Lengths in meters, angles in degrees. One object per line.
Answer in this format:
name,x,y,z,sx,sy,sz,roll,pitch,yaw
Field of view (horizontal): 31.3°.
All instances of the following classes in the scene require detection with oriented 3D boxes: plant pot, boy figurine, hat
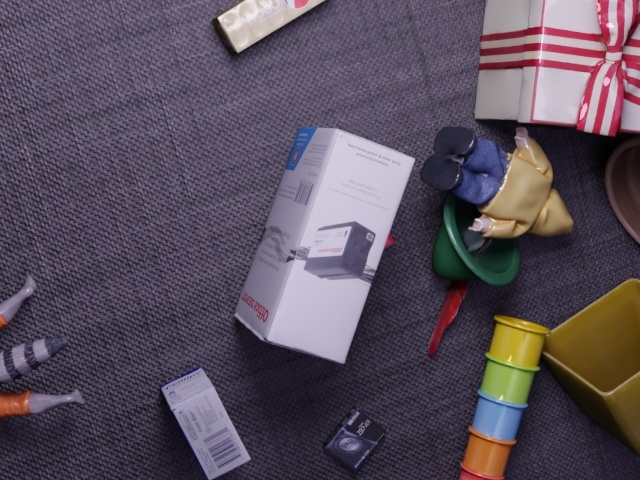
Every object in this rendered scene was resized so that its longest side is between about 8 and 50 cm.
plant pot,0.511,0.219,1.842,0.212,0.212,0.187,-33,116,-9
boy figurine,0.290,-0.085,1.754,0.285,0.092,0.177,22,89,-38
hat,0.196,0.033,1.820,0.173,0.183,0.208,36,44,-24
plant pot,0.626,-0.113,1.821,0.229,0.263,0.263,-39,105,-26

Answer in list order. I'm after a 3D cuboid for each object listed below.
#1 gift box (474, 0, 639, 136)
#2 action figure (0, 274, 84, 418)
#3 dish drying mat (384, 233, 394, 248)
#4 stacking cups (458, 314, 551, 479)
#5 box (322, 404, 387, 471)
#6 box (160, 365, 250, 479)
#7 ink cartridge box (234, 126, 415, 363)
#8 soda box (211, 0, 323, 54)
gift box,0.406,-0.287,1.718,0.276,0.258,0.255,-1,97,-14
action figure,-0.529,0.157,1.567,0.330,0.178,0.341,-23,104,-21
dish drying mat,0.085,-0.024,1.792,0.032,0.008,0.083,-30,104,-9
stacking cups,0.284,0.283,1.835,0.096,0.096,0.316,14,92,-16
box,0.055,0.315,1.817,0.067,0.018,0.083,42,85,-16
box,-0.172,0.268,1.689,0.072,0.137,0.126,-27,102,-9
ink cartridge box,0.000,0.000,1.660,0.129,0.223,0.307,19,91,-17
soda box,-0.068,-0.346,1.688,0.181,0.058,0.061,-33,104,-10
